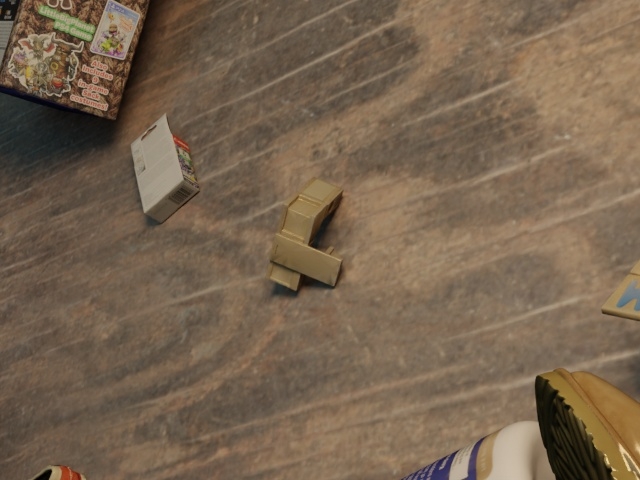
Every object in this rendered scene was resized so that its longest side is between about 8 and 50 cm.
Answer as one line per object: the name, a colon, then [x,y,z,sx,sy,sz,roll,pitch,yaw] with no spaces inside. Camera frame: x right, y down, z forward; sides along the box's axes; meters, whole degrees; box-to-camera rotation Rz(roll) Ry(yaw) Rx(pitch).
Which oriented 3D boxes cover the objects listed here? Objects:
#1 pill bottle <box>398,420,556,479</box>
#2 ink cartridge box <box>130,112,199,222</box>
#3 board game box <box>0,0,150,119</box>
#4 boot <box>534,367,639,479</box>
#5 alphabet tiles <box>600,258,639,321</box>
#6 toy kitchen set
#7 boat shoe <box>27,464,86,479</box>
pill bottle: [0.074,0.247,0.965,0.265,0.153,0.153,-31,47,27]
ink cartridge box: [-0.173,-0.081,1.499,0.063,0.029,0.115,-39,43,21]
board game box: [-0.301,-0.305,1.598,0.232,0.141,0.291,19,92,61]
boot: [0.291,0.128,0.789,0.269,0.089,0.236,-17,41,-14]
alphabet tiles: [0.336,0.003,0.905,0.237,0.009,0.198,10,45,47]
toy kitchen set: [0.000,0.000,1.288,0.068,0.075,0.083,23,121,13]
boat shoe: [-0.301,0.270,1.394,0.137,0.043,0.049,-33,49,27]
